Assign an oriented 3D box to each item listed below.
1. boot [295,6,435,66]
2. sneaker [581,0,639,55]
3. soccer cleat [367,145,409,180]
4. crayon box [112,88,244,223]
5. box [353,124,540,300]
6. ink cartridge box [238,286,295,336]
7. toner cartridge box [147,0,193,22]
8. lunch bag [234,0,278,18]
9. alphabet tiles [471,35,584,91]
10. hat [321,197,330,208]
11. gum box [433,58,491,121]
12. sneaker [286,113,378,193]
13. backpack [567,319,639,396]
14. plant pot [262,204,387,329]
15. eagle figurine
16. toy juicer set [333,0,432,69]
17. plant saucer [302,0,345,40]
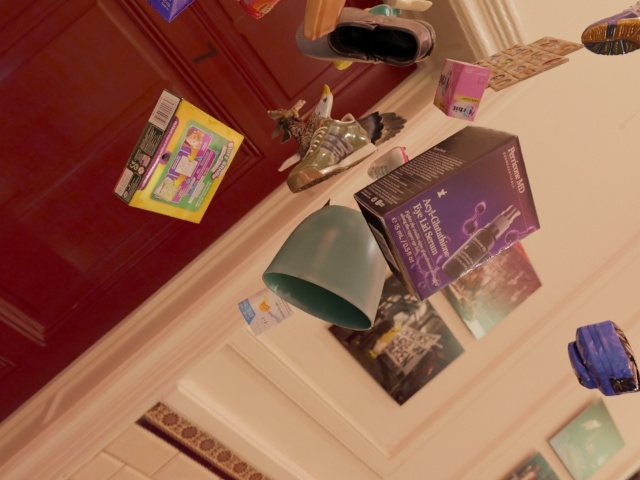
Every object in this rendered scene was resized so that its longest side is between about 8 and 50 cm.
[{"bbox_3d":[0.061,-0.428,0.844,0.338,0.223,0.118,10,-60,24],"label":"boot"},{"bbox_3d":[0.888,-0.608,1.113,0.112,0.296,0.131,49,45,-57],"label":"sneaker"},{"bbox_3d":[0.247,-0.262,1.485,0.331,0.143,0.116,-35,109,-84],"label":"soccer cleat"},{"bbox_3d":[-0.461,-0.262,1.358,0.106,0.363,0.313,32,6,24],"label":"crayon box"},{"bbox_3d":[0.177,-0.042,0.571,0.153,0.207,0.108,59,-1,-27],"label":"box"},{"bbox_3d":[-0.150,0.201,1.255,0.104,0.181,0.061,64,-11,-21],"label":"ink cartridge box"},{"bbox_3d":[-0.214,-0.530,0.691,0.075,0.165,0.348,42,-18,-21],"label":"toner cartridge box"},{"bbox_3d":[-0.195,-0.711,0.963,0.293,0.120,0.258,41,41,-30],"label":"lunch bag"},{"bbox_3d":[0.520,-0.485,1.114,0.343,0.285,0.011,-82,148,-58],"label":"alphabet tiles"},{"bbox_3d":[0.000,0.000,1.629,0.134,0.331,0.331,32,1,-6],"label":"hat"},{"bbox_3d":[0.316,-0.350,0.928,0.062,0.107,0.188,11,28,-2],"label":"gum box"},{"bbox_3d":[0.006,-0.140,0.616,0.064,0.192,0.086,-27,-86,50],"label":"sneaker"},{"bbox_3d":[0.500,0.209,0.717,0.120,0.101,0.098,55,26,-30],"label":"backpack"},{"bbox_3d":[0.036,0.056,1.023,0.293,0.235,0.293,22,-24,10],"label":"plant pot"},{"bbox_3d":[0.027,-0.257,0.969,0.298,0.226,0.225,24,-15,14],"label":"eagle figurine"},{"bbox_3d":[0.133,-0.624,1.143,0.209,0.329,0.090,-23,88,-62],"label":"toy juicer set"},{"bbox_3d":[0.027,-0.344,0.490,0.037,0.200,0.200,19,2,-6],"label":"plant saucer"}]
